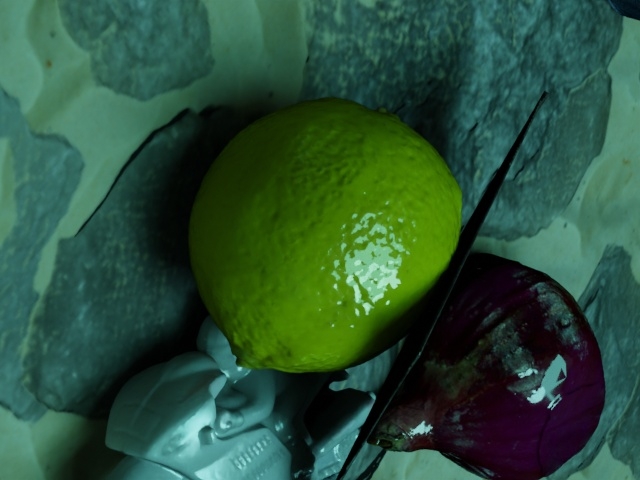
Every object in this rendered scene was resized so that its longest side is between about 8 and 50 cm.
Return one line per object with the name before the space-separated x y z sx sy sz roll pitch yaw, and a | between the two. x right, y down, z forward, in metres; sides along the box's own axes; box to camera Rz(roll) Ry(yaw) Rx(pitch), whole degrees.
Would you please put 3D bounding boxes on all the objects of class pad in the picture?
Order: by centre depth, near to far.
pad | 0.084 0.042 1.124 0.300 0.005 0.202 -59 176 -45

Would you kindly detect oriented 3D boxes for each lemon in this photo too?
lemon | 0.000 0.000 1.045 0.203 0.178 0.178 -59 140 -12

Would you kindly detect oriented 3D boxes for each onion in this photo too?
onion | 0.136 0.127 1.299 0.218 0.140 0.195 -26 135 -31

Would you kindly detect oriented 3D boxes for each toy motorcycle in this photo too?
toy motorcycle | -0.061 0.132 1.114 0.260 0.110 0.171 -17 111 -46

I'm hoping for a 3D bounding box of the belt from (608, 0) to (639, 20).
belt | 0.296 -0.265 1.287 0.141 0.082 0.190 -33 132 -27
